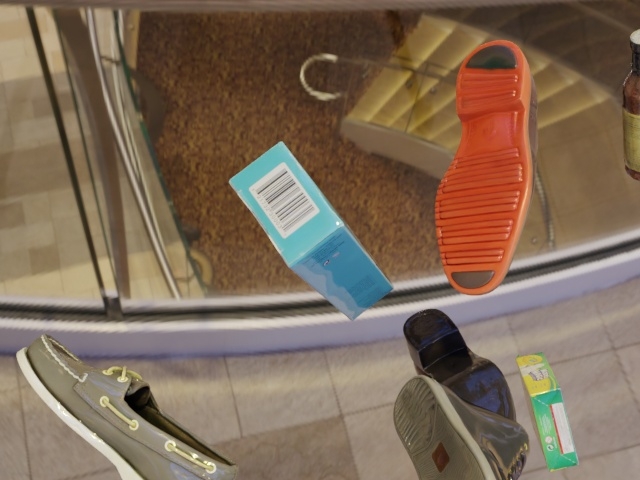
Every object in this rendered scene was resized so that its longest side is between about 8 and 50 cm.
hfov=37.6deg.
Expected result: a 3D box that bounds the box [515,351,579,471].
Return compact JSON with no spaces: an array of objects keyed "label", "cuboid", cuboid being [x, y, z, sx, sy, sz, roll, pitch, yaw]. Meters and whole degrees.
[{"label":"box","cuboid":[0.289,0.214,1.217,0.043,0.179,0.105,-15,99,6]}]

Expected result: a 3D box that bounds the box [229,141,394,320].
[{"label":"box","cuboid":[0.000,0.000,0.898,0.060,0.244,0.100,-37,69,3]}]

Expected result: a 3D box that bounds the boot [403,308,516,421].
[{"label":"boot","cuboid":[0.197,0.258,1.167,0.096,0.280,0.264,-28,32,-7]}]

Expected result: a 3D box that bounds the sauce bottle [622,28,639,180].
[{"label":"sauce bottle","cuboid":[0.262,-0.107,0.751,0.042,0.128,0.042,-10,41,9]}]

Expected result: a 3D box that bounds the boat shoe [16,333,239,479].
[{"label":"boat shoe","cuboid":[-0.221,0.200,1.069,0.305,0.109,0.091,38,88,20]}]

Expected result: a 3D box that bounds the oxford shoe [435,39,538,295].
[{"label":"oxford shoe","cuboid":[0.184,-0.064,0.948,0.097,0.098,0.271,-1,66,33]}]

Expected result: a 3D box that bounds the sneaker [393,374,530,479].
[{"label":"sneaker","cuboid":[0.152,0.211,0.825,0.118,0.083,0.222,21,28,-26]}]
